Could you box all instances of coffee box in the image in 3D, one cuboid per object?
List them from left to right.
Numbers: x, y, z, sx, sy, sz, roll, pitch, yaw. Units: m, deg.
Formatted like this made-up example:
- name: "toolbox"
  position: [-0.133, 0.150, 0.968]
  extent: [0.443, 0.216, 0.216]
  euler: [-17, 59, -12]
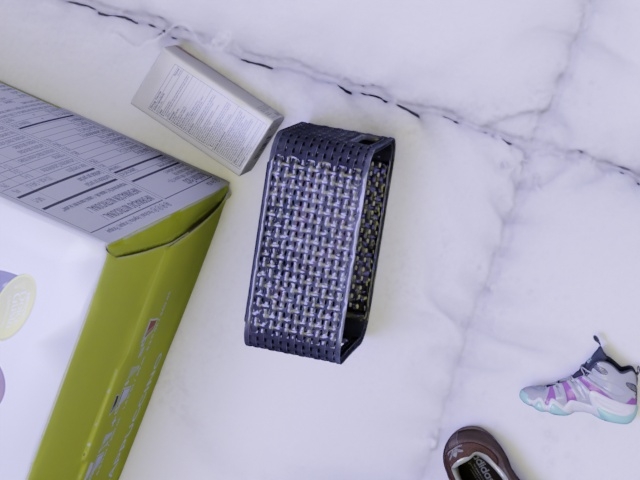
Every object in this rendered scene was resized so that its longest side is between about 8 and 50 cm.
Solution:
- name: "coffee box"
  position: [-0.313, 0.064, 1.497]
  extent: [0.334, 0.338, 0.337]
  euler: [23, 103, 8]

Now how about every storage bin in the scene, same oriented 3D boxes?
- name: "storage bin"
  position: [0.000, 0.000, 1.528]
  extent: [0.084, 0.122, 0.180]
  euler: [11, 101, 10]

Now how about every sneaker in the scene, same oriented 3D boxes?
- name: "sneaker"
  position: [0.161, 0.245, 1.556]
  extent: [0.066, 0.071, 0.188]
  euler: [-38, 89, 15]
- name: "sneaker"
  position: [0.217, 0.111, 1.543]
  extent: [0.098, 0.038, 0.069]
  euler: [7, 99, 2]

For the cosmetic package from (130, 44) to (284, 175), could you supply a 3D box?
- name: "cosmetic package"
  position: [-0.096, -0.111, 1.574]
  extent: [0.115, 0.041, 0.060]
  euler: [36, 105, 6]
